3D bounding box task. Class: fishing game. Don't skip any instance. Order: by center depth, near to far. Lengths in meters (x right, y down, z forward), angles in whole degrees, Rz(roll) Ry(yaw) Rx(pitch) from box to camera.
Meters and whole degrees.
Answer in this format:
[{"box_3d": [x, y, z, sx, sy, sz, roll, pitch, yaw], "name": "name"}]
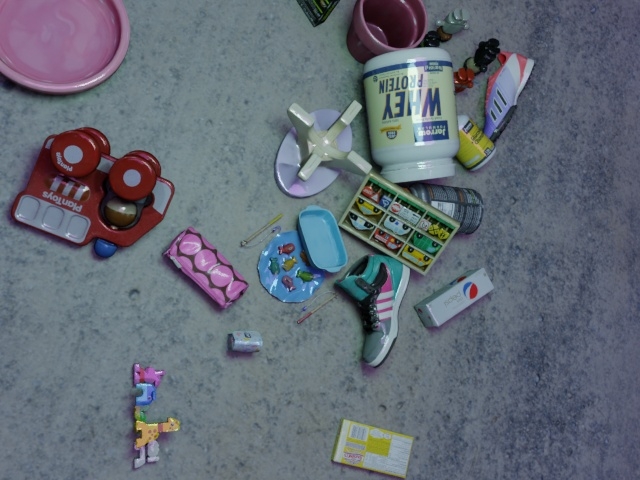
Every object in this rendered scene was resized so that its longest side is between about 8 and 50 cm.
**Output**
[{"box_3d": [-0.064, 0.066, 1.564, 0.189, 0.041, 0.264, -34, 97, -23], "name": "fishing game"}]

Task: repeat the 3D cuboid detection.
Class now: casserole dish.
[{"box_3d": [0.000, 0.000, 1.576, 0.114, 0.037, 0.188, -5, 69, -36], "name": "casserole dish"}]

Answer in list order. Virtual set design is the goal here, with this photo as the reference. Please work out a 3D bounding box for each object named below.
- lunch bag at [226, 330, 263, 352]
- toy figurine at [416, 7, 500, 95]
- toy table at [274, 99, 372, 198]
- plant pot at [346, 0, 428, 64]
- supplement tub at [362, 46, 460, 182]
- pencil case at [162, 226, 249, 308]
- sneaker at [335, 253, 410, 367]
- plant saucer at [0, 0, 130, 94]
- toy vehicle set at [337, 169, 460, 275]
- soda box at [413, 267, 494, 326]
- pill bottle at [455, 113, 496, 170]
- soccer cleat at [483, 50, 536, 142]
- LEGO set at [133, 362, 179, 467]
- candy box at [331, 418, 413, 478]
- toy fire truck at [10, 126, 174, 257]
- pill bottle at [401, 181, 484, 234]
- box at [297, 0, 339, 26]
[{"box_3d": [-0.180, 0.242, 1.468, 0.071, 0.083, 0.053, 5, 80, -19], "name": "lunch bag"}, {"box_3d": [0.382, -0.535, 1.781, 0.209, 0.148, 0.213, 44, 72, -3], "name": "toy figurine"}, {"box_3d": [0.002, -0.242, 1.576, 0.252, 0.161, 0.274, 27, 74, -14], "name": "toy table"}, {"box_3d": [0.162, -0.573, 1.677, 0.202, 0.180, 0.201, 3, 81, -20], "name": "plant pot"}, {"box_3d": [0.241, -0.321, 1.622, 0.236, 0.235, 0.324, -9, 96, -22], "name": "supplement tub"}, {"box_3d": [-0.270, 0.070, 1.459, 0.209, 0.095, 0.098, 43, 35, -7], "name": "pencil case"}, {"box_3d": [0.116, 0.158, 1.569, 0.179, 0.124, 0.295, 25, 66, -20], "name": "sneaker"}, {"box_3d": [-0.615, -0.488, 1.423, 0.332, 0.084, 0.331, 4, 79, -20], "name": "plant saucer"}, {"box_3d": [0.200, -0.044, 1.588, 0.267, 0.035, 0.166, 30, 115, 2], "name": "toy vehicle set"}, {"box_3d": [0.368, 0.156, 1.694, 0.216, 0.074, 0.069, -30, 92, -22], "name": "soda box"}, {"box_3d": [0.408, -0.295, 1.766, 0.184, 0.103, 0.103, 44, 70, -10], "name": "pill bottle"}, {"box_3d": [0.537, -0.430, 1.849, 0.117, 0.108, 0.318, 26, 74, 5], "name": "soccer cleat"}, {"box_3d": [-0.365, 0.389, 1.373, 0.093, 0.087, 0.227, 1, 82, -20], "name": "LEGO set"}, {"box_3d": [0.135, 0.530, 1.570, 0.206, 0.027, 0.105, 20, 77, -16], "name": "candy box"}, {"box_3d": [-0.499, -0.102, 1.380, 0.302, 0.169, 0.253, 24, 98, -15], "name": "toy fire truck"}, {"box_3d": [0.309, -0.090, 1.681, 0.246, 0.130, 0.130, 6, 79, -20], "name": "pill bottle"}, {"box_3d": [-0.024, -0.690, 1.624, 0.045, 0.184, 0.190, -35, 94, -23], "name": "box"}]
